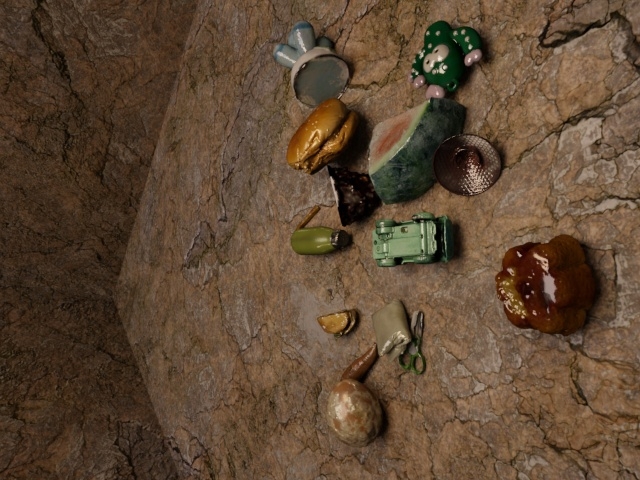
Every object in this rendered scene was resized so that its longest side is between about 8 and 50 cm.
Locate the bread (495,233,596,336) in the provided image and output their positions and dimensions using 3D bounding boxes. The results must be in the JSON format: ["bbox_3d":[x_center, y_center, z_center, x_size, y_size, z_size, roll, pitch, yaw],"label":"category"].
[{"bbox_3d":[0.550,0.119,1.225,0.232,0.135,0.247,-22,73,61],"label":"bread"}]

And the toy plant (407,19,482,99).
[{"bbox_3d":[0.374,-0.548,1.490,0.232,0.112,0.243,-57,43,28],"label":"toy plant"}]

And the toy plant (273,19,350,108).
[{"bbox_3d":[-0.048,-0.711,1.917,0.247,0.247,0.332,-51,48,35],"label":"toy plant"}]

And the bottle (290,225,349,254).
[{"bbox_3d":[0.000,0.000,1.892,0.260,0.112,0.112,-4,84,49],"label":"bottle"}]

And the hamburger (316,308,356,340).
[{"bbox_3d":[0.072,0.313,1.818,0.176,0.087,0.102,-22,83,39],"label":"hamburger"}]

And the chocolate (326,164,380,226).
[{"bbox_3d":[0.135,-0.174,1.756,0.177,0.206,0.224,-13,87,4],"label":"chocolate"}]

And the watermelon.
[{"bbox_3d":[0.265,-0.301,1.547,0.387,0.228,0.258,-57,39,23],"label":"watermelon"}]

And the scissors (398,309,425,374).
[{"bbox_3d":[0.303,0.325,1.581,0.101,0.027,0.204,12,99,46],"label":"scissors"}]

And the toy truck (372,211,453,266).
[{"bbox_3d":[0.284,0.003,1.525,0.279,0.156,0.155,-8,82,48],"label":"toy truck"}]

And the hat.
[{"bbox_3d":[0.430,-0.233,1.436,0.193,0.082,0.193,12,124,18],"label":"hat"}]

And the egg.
[{"bbox_3d":[0.113,0.585,1.666,0.195,0.195,0.233,-20,85,47],"label":"egg"}]

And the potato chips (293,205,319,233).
[{"bbox_3d":[-0.061,-0.075,2.036,0.204,0.026,0.037,-52,54,33],"label":"potato chips"}]

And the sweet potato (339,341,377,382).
[{"bbox_3d":[0.119,0.477,1.756,0.314,0.072,0.066,-63,32,29],"label":"sweet potato"}]

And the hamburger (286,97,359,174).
[{"bbox_3d":[0.001,-0.370,1.773,0.290,0.170,0.314,-44,15,35],"label":"hamburger"}]

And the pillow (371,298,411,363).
[{"bbox_3d":[0.235,0.289,1.614,0.134,0.078,0.181,-51,31,32],"label":"pillow"}]
